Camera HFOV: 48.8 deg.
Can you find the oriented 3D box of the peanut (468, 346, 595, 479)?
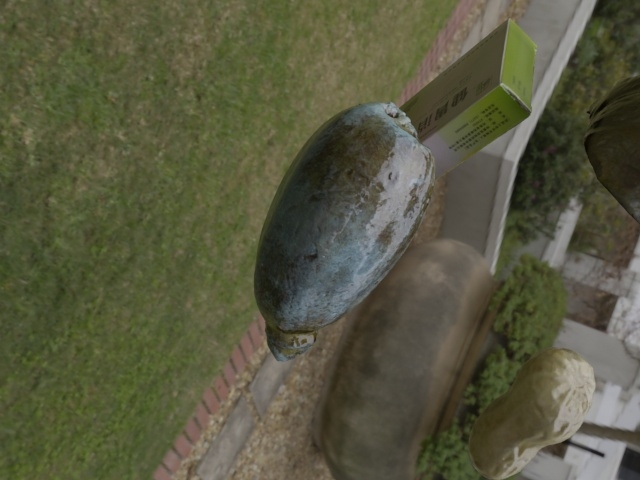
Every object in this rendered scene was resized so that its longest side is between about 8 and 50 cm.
[{"bbox_3d":[0.323,0.277,1.094,0.257,0.123,0.123,-55,166,21],"label":"peanut"}]

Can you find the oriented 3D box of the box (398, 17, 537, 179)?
[{"bbox_3d":[0.173,-0.168,0.974,0.260,0.062,0.175,-35,-156,40],"label":"box"}]

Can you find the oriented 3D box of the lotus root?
[{"bbox_3d":[0.000,0.000,0.762,0.140,0.158,0.322,15,116,-36],"label":"lotus root"}]

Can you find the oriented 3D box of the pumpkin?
[{"bbox_3d":[0.374,-0.106,0.753,0.149,0.254,0.130,2,141,-41],"label":"pumpkin"}]
